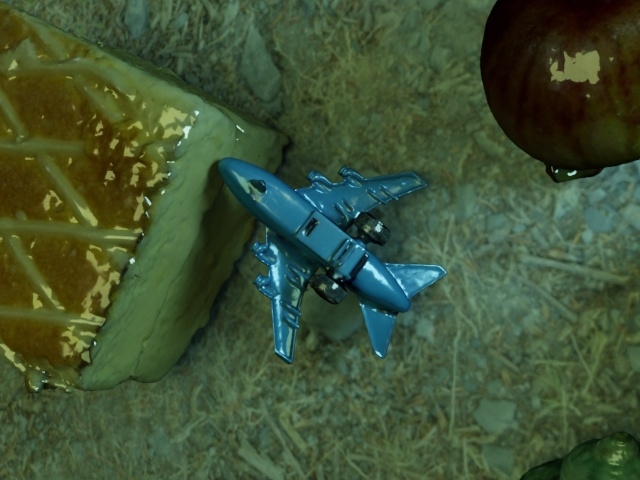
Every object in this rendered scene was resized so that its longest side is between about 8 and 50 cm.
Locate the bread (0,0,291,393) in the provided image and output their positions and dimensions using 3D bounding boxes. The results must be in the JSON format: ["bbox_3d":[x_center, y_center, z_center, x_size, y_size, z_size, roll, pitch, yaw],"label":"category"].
[{"bbox_3d":[-0.288,-0.048,1.258,0.390,0.279,0.371,28,100,29],"label":"bread"}]

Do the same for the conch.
[{"bbox_3d":[0.263,0.267,1.017,0.188,0.122,0.176,-54,41,14],"label":"conch"}]

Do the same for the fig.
[{"bbox_3d":[0.267,-0.172,0.990,0.235,0.214,0.235,-24,50,33],"label":"fig"}]

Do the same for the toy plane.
[{"bbox_3d":[0.000,0.000,1.130,0.271,0.105,0.254,39,82,-15],"label":"toy plane"}]
